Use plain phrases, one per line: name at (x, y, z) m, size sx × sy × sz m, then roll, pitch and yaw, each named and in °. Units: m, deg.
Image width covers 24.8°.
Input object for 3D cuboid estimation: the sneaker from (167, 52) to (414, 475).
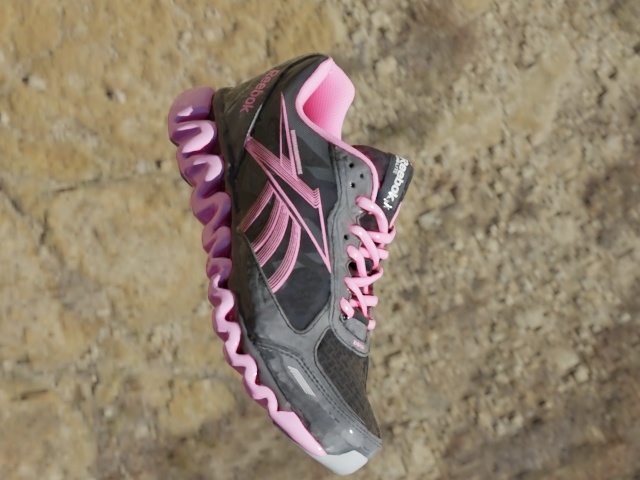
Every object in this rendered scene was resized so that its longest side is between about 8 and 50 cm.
sneaker at (0.000, 0.000, 0.373) m, size 0.057 × 0.119 × 0.047 m, roll -24°, pitch 151°, yaw 11°
